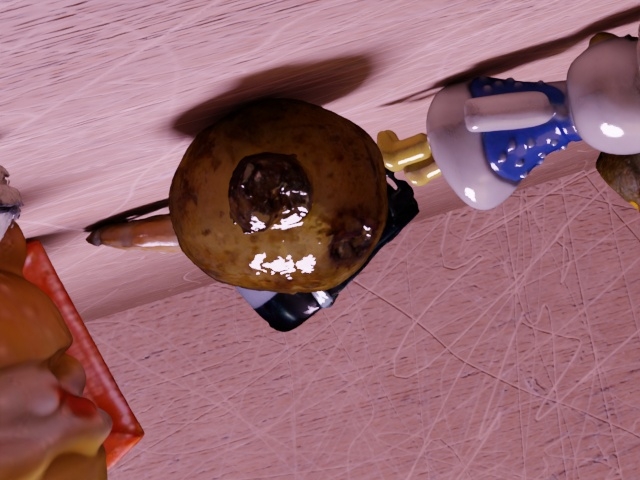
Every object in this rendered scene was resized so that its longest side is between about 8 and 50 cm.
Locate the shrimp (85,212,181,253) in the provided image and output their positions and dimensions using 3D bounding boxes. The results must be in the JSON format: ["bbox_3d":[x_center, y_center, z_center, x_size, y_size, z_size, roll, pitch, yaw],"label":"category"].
[{"bbox_3d":[-0.138,-0.004,1.728,0.133,0.053,0.236,-14,179,19],"label":"shrimp"}]

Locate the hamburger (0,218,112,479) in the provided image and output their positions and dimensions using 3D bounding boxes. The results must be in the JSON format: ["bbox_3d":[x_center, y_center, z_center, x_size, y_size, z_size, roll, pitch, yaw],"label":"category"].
[{"bbox_3d":[-0.298,0.114,1.314,0.276,0.237,0.276,-11,-176,1],"label":"hamburger"}]

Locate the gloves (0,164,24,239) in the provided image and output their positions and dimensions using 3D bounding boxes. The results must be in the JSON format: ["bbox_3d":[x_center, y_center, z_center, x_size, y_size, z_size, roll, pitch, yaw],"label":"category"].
[{"bbox_3d":[-0.241,-0.001,1.014,0.153,0.070,0.114,-25,166,20],"label":"gloves"}]

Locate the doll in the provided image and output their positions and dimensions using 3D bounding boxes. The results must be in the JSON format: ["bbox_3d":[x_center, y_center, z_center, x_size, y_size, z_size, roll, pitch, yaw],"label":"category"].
[{"bbox_3d":[0.183,-0.097,1.385,0.293,0.119,0.138,-13,163,31],"label":"doll"}]

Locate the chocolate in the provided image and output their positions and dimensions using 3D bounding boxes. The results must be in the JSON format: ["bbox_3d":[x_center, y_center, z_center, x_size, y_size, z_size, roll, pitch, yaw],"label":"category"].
[{"bbox_3d":[-0.273,0.122,1.672,0.108,0.235,0.237,-30,-179,-21],"label":"chocolate"}]

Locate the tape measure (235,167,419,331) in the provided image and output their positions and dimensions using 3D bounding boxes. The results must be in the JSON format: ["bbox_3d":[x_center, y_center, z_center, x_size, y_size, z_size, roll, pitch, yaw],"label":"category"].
[{"bbox_3d":[-0.004,0.003,1.824,0.181,0.107,0.182,-44,-175,-14],"label":"tape measure"}]

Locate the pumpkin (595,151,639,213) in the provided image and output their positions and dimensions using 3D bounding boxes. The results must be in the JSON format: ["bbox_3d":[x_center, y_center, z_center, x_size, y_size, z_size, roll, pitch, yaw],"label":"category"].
[{"bbox_3d":[0.382,-0.091,1.875,0.139,0.222,0.317,-48,167,20],"label":"pumpkin"}]

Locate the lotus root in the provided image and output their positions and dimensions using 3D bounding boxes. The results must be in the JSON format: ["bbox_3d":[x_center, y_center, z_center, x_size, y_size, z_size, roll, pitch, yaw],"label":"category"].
[{"bbox_3d":[-0.027,-0.027,1.210,0.145,0.128,0.260,-8,176,2],"label":"lotus root"}]
